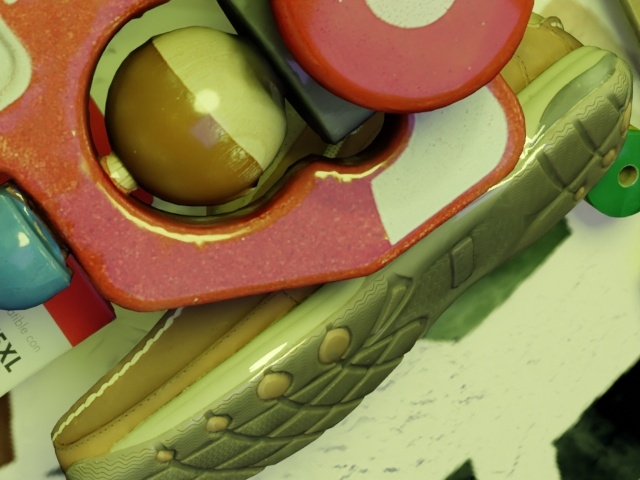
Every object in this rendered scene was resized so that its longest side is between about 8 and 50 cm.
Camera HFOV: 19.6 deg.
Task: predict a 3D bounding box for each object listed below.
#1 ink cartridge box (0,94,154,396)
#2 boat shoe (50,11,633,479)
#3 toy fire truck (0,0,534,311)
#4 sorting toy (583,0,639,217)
[{"bbox_3d":[-0.188,0.011,0.817,0.231,0.078,0.134,-35,121,-6],"label":"ink cartridge box"},{"bbox_3d":[0.000,0.000,0.861,0.324,0.116,0.123,-38,159,-18],"label":"boat shoe"},{"bbox_3d":[-0.073,-0.105,0.733,0.254,0.169,0.302,-35,101,0],"label":"toy fire truck"},{"bbox_3d":[0.220,-0.138,0.938,0.274,0.046,0.132,-35,120,-5],"label":"sorting toy"}]
